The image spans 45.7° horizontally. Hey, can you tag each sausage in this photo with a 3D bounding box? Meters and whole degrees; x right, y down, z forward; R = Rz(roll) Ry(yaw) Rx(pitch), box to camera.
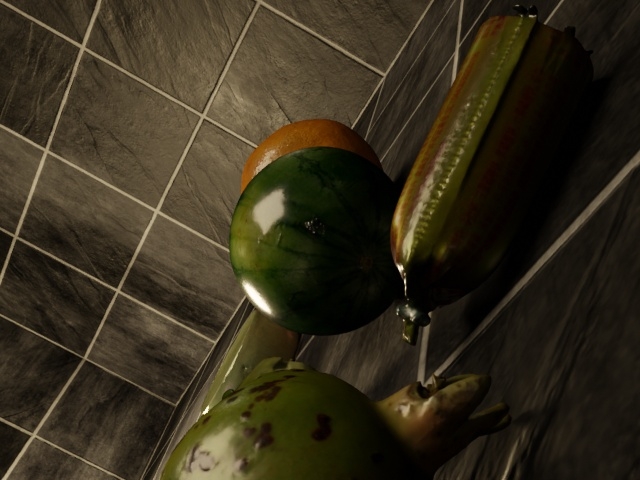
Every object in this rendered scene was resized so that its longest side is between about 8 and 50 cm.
[{"bbox_3d":[0.141,-0.052,0.687,0.125,0.117,0.317,86,-151,-75],"label":"sausage"}]

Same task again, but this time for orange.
[{"bbox_3d":[-0.013,-0.087,1.355,0.261,0.261,0.261,-59,7,12],"label":"orange"}]

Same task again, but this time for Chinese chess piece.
[{"bbox_3d":[-0.138,0.256,1.486,0.250,0.101,0.250,-59,7,12],"label":"Chinese chess piece"}]

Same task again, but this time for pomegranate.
[{"bbox_3d":[0.013,0.173,0.511,0.246,0.198,0.198,-24,-11,-27],"label":"pomegranate"}]

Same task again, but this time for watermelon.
[{"bbox_3d":[0.002,0.001,0.967,0.242,0.242,0.242,-59,7,12],"label":"watermelon"}]

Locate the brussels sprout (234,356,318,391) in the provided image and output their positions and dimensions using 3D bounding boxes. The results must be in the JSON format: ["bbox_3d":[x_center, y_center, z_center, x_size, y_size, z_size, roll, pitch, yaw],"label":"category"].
[{"bbox_3d":[-0.052,0.226,0.866,0.161,0.144,0.180,49,-127,-61],"label":"brussels sprout"}]

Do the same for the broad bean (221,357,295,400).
[{"bbox_3d":[-0.103,0.285,1.219,0.292,0.050,0.144,-38,42,57],"label":"broad bean"}]
